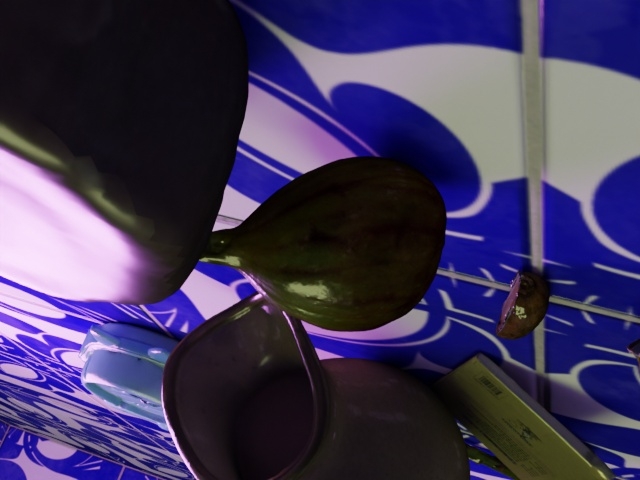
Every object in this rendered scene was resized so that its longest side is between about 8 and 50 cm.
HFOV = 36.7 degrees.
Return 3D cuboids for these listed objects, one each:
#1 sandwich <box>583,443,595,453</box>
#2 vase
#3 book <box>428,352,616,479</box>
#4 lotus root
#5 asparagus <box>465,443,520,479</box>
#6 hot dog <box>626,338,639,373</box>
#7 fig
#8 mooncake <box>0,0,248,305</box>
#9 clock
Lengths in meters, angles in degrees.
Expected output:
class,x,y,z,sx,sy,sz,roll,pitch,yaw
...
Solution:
class,x,y,z,sx,sy,sz,roll,pitch,yaw
sandwich,0.238,0.224,1.055,0.093,0.035,0.105,-2,149,48
vase,0.007,0.244,0.942,0.241,0.329,0.302,-29,133,20
book,0.191,0.190,0.967,0.168,0.013,0.192,42,161,5
lotus root,0.151,0.052,0.712,0.030,0.037,0.083,14,158,7
asparagus,0.202,0.275,1.234,0.248,0.024,0.025,28,115,-18
hot dog,0.319,0.130,0.683,0.163,0.082,0.270,4,154,41
fig,0.000,0.000,0.597,0.155,0.109,0.103,6,166,-15
mooncake,-0.178,-0.085,0.528,0.306,0.154,0.306,17,158,7
clock,-0.236,0.198,1.365,0.224,0.094,0.274,13,159,17
